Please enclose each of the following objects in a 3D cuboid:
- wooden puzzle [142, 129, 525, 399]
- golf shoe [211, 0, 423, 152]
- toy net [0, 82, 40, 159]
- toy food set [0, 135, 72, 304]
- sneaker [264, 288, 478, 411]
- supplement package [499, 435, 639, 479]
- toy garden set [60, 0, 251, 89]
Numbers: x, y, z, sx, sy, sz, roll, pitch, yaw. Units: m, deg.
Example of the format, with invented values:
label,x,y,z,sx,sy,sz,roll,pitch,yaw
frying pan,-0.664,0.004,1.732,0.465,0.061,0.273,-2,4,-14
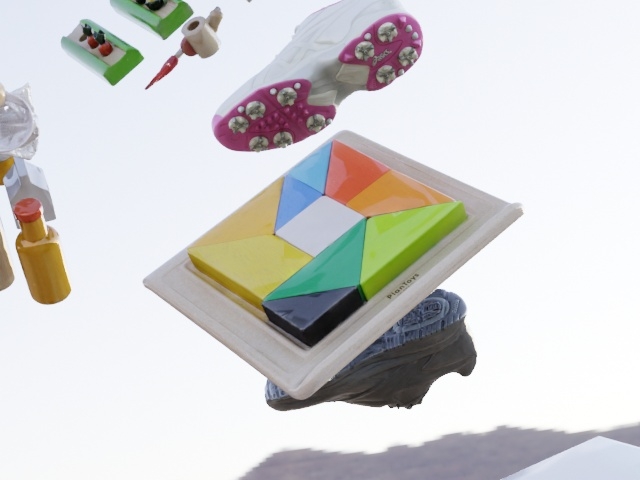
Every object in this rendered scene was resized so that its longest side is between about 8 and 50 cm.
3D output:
label,x,y,z,sx,sy,sz,roll,pitch,yaw
wooden puzzle,0.000,0.000,0.899,0.221,0.044,0.238,-39,36,-20
golf shoe,-0.013,-0.227,1.584,0.306,0.140,0.115,-29,-44,6
toy net,-0.306,-0.135,1.012,0.045,0.122,0.232,8,-32,34
toy food set,-0.308,-0.042,1.106,0.111,0.232,0.105,-15,-47,-13
sneaker,0.067,0.170,1.507,0.286,0.109,0.130,-20,-57,13
supplement package,0.152,0.279,0.784,0.262,0.198,0.199,-20,4,-15
toy garden set,-0.127,-0.248,1.153,0.244,0.204,0.049,-45,-47,-10
